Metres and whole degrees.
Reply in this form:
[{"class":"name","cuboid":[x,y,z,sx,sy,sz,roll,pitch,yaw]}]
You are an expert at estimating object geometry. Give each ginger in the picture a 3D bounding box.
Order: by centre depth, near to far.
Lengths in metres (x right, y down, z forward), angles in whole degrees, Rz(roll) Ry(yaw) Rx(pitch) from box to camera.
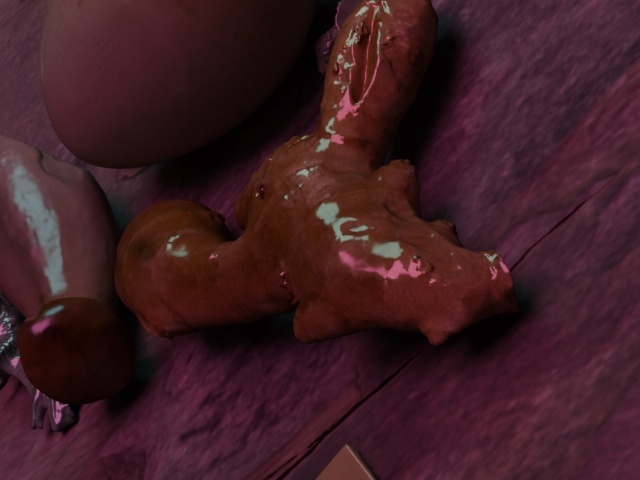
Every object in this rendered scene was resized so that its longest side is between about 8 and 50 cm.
[{"class":"ginger","cuboid":[-0.021,0.000,1.513,0.363,0.122,0.348,-35,35,15]}]

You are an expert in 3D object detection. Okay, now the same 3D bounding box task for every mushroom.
[{"class":"mushroom","cuboid":[-0.243,0.010,1.746,0.128,0.128,0.350,-45,38,15]}]

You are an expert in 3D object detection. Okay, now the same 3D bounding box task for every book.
[{"class":"book","cuboid":[0.021,0.205,1.401,0.077,0.014,0.111,-49,38,7]}]

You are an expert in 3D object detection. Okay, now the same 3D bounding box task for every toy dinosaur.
[{"class":"toy dinosaur","cuboid":[-0.331,0.065,1.831,0.129,0.076,0.383,-25,44,-11]}]

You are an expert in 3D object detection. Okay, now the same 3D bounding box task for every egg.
[{"class":"egg","cuboid":[-0.133,-0.187,1.691,0.295,0.218,0.218,-49,37,22]}]

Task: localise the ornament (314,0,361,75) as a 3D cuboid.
[{"class":"ornament","cuboid":[0.034,-0.176,1.644,0.092,0.041,0.068,-3,84,34]}]
